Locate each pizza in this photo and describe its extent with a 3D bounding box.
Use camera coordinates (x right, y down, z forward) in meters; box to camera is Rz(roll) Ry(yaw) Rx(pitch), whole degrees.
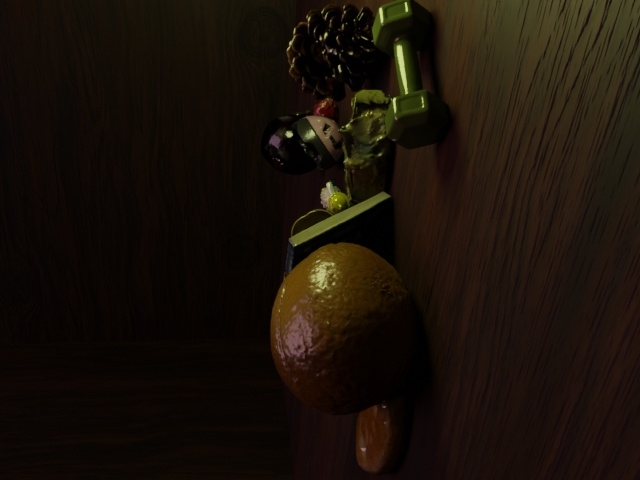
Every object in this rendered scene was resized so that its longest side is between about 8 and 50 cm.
[{"bbox_3d":[0.143,0.446,1.353,0.182,0.074,0.365,-104,17,-49],"label":"pizza"}]

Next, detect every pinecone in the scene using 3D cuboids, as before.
[{"bbox_3d":[0.046,-0.495,1.477,0.292,0.246,0.246,179,92,-65],"label":"pinecone"}]

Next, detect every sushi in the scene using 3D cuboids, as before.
[{"bbox_3d":[0.106,-0.225,1.410,0.131,0.139,0.291,-92,5,-65],"label":"sushi"}]

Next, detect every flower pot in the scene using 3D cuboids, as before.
[{"bbox_3d":[0.000,0.000,1.913,0.179,0.195,0.195,48,-138,-87],"label":"flower pot"}]

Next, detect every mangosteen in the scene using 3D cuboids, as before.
[{"bbox_3d":[-0.092,-0.415,2.315,0.302,0.275,0.275,-59,-1,-21],"label":"mangosteen"}]

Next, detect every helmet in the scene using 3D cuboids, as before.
[{"bbox_3d":[0.004,-0.351,1.959,0.198,0.154,0.253,54,-168,-17],"label":"helmet"}]

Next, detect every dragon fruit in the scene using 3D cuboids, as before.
[{"bbox_3d":[0.020,-0.429,2.063,0.094,0.094,0.190,-103,5,-53],"label":"dragon fruit"}]

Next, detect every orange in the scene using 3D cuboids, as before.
[{"bbox_3d":[0.046,0.181,1.221,0.322,0.322,0.357,105,163,-55],"label":"orange"}]

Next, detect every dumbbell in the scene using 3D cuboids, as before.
[{"bbox_3d":[0.171,-0.327,1.102,0.108,0.121,0.302,46,-145,-61],"label":"dumbbell"}]

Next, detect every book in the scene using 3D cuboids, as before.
[{"bbox_3d":[0.025,0.081,1.465,0.039,0.300,0.428,47,148,27],"label":"book"}]

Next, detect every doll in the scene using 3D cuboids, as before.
[{"bbox_3d":[0.048,-0.132,1.904,0.207,0.081,0.129,-126,18,-70],"label":"doll"}]

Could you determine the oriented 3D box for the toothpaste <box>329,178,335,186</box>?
[{"bbox_3d":[0.041,-0.192,2.113,0.017,0.020,0.083,-102,16,-44],"label":"toothpaste"}]
